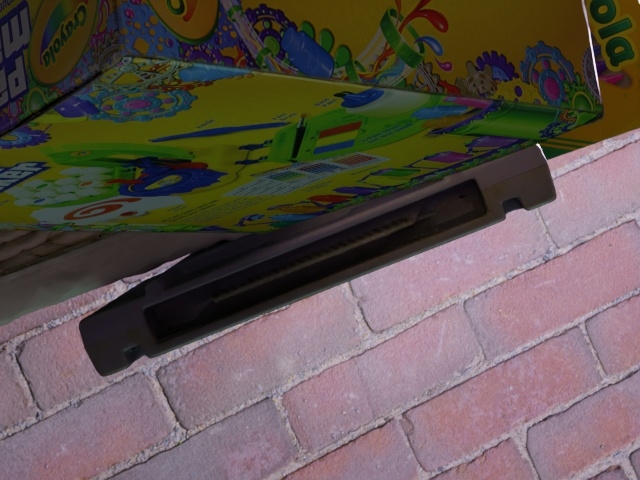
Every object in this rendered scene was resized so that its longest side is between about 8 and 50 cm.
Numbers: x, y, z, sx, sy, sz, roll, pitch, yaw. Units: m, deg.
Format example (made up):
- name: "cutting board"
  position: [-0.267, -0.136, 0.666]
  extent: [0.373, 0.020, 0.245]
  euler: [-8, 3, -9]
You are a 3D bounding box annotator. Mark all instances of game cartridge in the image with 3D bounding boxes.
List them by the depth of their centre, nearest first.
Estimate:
- name: "game cartridge"
  position: [0.000, 0.000, 0.917]
  extent: [0.355, 0.068, 0.230]
  euler: [-22, -171, 5]

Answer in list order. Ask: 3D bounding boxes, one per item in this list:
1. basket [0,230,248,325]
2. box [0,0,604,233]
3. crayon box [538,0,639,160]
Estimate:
- name: "basket"
  position: [-0.146, -0.122, 1.029]
  extent: [0.331, 0.266, 0.328]
  euler: [-21, -174, 31]
- name: "box"
  position: [-0.064, -0.115, 0.597]
  extent: [0.279, 0.177, 0.290]
  euler: [0, 169, -41]
- name: "crayon box"
  position: [0.254, -0.284, 1.444]
  extent: [0.313, 0.362, 0.106]
  euler: [-20, -174, 35]
